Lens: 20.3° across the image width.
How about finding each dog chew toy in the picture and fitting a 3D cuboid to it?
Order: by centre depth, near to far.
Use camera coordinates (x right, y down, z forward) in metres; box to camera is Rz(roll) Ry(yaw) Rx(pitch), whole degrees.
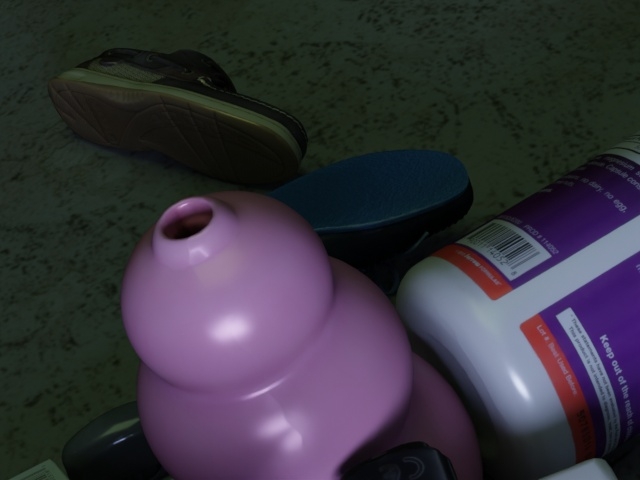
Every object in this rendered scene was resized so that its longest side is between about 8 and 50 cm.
[{"bbox_3d":[-0.021,0.102,1.136,0.206,0.332,0.207,-14,42,13],"label":"dog chew toy"}]

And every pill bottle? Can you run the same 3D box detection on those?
[{"bbox_3d":[0.225,0.027,1.258,0.323,0.181,0.181,-30,43,-15],"label":"pill bottle"}]

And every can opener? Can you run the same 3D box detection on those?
[{"bbox_3d":[-0.048,0.131,1.313,0.280,0.093,0.074,-25,41,-16],"label":"can opener"}]

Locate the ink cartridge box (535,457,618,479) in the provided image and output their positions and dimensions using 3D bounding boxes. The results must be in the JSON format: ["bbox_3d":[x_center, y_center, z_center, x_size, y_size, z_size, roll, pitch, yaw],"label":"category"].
[{"bbox_3d":[0.108,0.348,0.957,0.285,0.166,0.395,-21,40,-3],"label":"ink cartridge box"}]

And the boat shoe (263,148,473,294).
[{"bbox_3d":[0.000,0.000,1.437,0.258,0.089,0.109,-15,40,7],"label":"boat shoe"}]

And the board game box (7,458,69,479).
[{"bbox_3d":[-0.255,0.293,1.151,0.303,0.097,0.224,-25,31,-20],"label":"board game box"}]

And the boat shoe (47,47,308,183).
[{"bbox_3d":[-0.121,-0.125,1.603,0.285,0.103,0.092,13,54,38],"label":"boat shoe"}]

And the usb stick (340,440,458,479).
[{"bbox_3d":[0.068,0.218,0.954,0.077,0.045,0.278,-24,39,4],"label":"usb stick"}]
